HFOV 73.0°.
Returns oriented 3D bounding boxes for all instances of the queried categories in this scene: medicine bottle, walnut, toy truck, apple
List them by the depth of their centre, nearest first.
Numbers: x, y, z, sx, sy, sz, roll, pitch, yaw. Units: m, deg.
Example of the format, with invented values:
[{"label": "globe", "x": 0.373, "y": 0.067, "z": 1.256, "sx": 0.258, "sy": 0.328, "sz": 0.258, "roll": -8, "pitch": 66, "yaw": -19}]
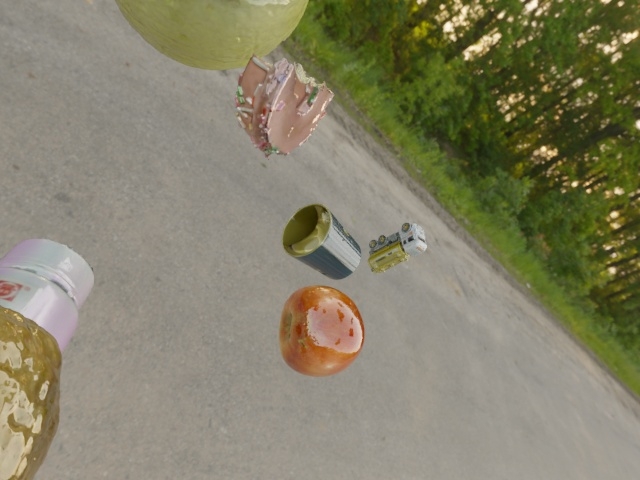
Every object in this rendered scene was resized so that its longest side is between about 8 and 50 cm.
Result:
[{"label": "walnut", "x": -0.278, "y": 0.143, "z": 0.321, "sx": 0.155, "sy": 0.155, "sz": 0.184, "roll": 33, "pitch": 36, "yaw": -38}, {"label": "medicine bottle", "x": -0.422, "y": 0.123, "z": 0.581, "sx": 0.152, "sy": 0.152, "sz": 0.254, "roll": 42, "pitch": 27, "yaw": -26}, {"label": "apple", "x": 0.002, "y": 0.163, "z": 0.779, "sx": 0.139, "sy": 0.163, "sz": 0.163, "roll": 11, "pitch": 45, "yaw": -20}, {"label": "toy truck", "x": 0.152, "y": 0.018, "z": 0.867, "sx": 0.052, "sy": 0.123, "sz": 0.063, "roll": 28, "pitch": 42, "yaw": -45}]

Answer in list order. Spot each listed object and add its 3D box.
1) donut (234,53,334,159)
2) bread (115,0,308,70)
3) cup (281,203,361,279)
[{"label": "donut", "x": -0.050, "y": -0.155, "z": 0.516, "sx": 0.065, "sy": 0.117, "sz": 0.166, "roll": 33, "pitch": 18, "yaw": 13}, {"label": "bread", "x": -0.170, "y": -0.426, "z": 0.642, "sx": 0.320, "sy": 0.237, "sz": 0.320, "roll": 0, "pitch": 90, "yaw": -25}, {"label": "cup", "x": 0.000, "y": 0.000, "z": 0.995, "sx": 0.155, "sy": 0.131, "sz": 0.176, "roll": 40, "pitch": 7, "yaw": -42}]
